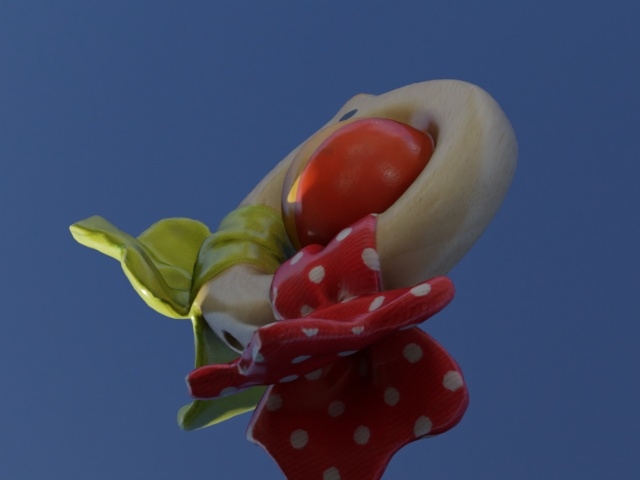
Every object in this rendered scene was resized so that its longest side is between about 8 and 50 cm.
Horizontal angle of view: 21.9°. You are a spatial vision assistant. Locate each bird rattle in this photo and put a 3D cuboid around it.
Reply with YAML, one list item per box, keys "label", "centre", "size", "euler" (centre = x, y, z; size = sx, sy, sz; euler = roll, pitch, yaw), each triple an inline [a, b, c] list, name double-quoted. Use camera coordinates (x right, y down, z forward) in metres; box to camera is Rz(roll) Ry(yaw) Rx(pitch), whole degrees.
- label: "bird rattle"
  centre: [0.000, 0.000, 0.737]
  size: [0.207, 0.143, 0.253]
  euler: [-49, -164, -16]
